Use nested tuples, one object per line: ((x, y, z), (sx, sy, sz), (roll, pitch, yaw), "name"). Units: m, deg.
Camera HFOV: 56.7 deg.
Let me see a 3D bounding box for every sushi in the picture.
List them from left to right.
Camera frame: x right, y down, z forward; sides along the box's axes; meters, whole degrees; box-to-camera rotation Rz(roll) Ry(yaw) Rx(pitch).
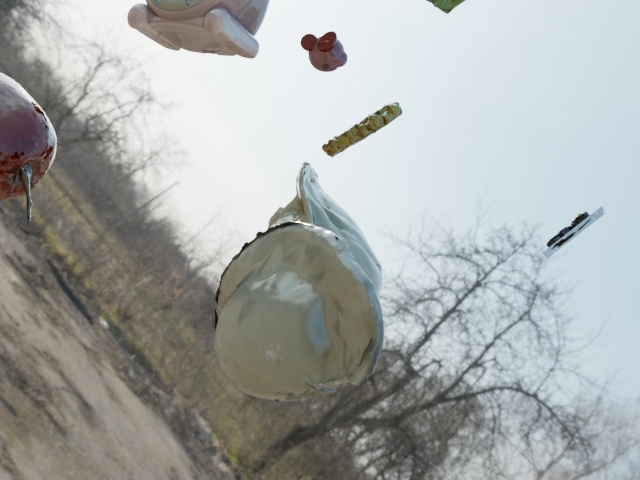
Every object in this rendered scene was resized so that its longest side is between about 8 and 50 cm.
((0.683, -0.032, 1.617), (0.031, 0.201, 0.139), (55, 16, 23), "sushi")

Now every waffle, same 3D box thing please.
((0.094, -0.248, 1.331), (0.046, 0.192, 0.160), (58, 26, -6), "waffle")

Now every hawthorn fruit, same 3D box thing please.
((-0.365, -0.103, 0.660), (0.204, 0.162, 0.162), (27, -18, 8), "hawthorn fruit")

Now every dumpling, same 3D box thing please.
((-0.029, 0.067, 0.591), (0.247, 0.142, 0.172), (-10, -93, 45), "dumpling")
((0.000, 0.000, 1.140), (0.395, 0.233, 0.315), (-87, 174, -52), "dumpling")

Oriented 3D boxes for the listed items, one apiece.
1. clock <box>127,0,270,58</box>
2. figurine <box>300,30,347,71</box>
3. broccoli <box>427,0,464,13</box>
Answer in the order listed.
((-0.231, -0.575, 1.270), (0.342, 0.325, 0.184), (15, 1, 24), "clock")
((0.008, -0.345, 1.092), (0.083, 0.067, 0.071), (29, 2, 36), "figurine")
((0.368, -0.787, 1.642), (0.308, 0.275, 0.308), (23, 25, -11), "broccoli")
